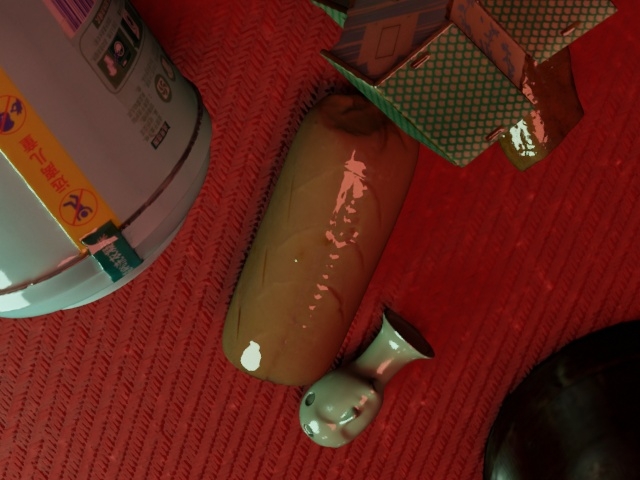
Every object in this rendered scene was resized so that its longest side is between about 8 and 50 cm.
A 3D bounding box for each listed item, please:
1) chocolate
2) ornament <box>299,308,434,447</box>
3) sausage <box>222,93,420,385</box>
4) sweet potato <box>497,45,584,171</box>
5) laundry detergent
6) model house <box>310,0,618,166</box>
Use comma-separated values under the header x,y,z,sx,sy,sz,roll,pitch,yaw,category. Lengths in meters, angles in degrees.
x,y,z,sx,sy,sz,roll,pitch,yaw,category
0.370,0.307,1.864,0.384,0.331,0.383,-5,122,-8,chocolate
0.041,0.150,1.862,0.075,0.081,0.156,38,106,-22,ornament
0.000,-0.001,1.734,0.121,0.121,0.304,14,118,-16,sausage
0.186,-0.180,1.662,0.097,0.097,0.251,-14,115,1,sweet potato
-0.262,-0.108,1.527,0.287,0.287,0.305,-28,122,10,laundry detergent
0.094,-0.183,1.507,0.271,0.206,0.178,-5,150,36,model house
